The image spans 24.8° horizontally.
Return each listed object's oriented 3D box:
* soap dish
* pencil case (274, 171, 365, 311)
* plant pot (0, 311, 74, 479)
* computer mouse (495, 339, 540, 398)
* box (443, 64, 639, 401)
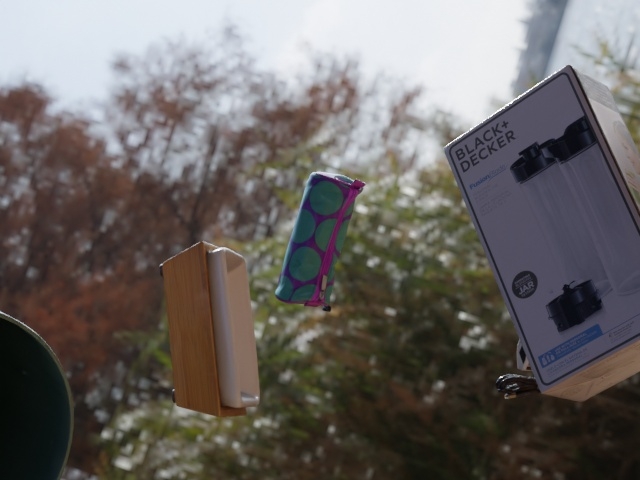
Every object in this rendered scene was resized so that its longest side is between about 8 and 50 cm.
[{"bbox_3d":[-0.186,0.157,2.476,0.229,0.118,0.290,36,-132,-81],"label":"soap dish"},{"bbox_3d":[0.000,0.000,1.609,0.064,0.070,0.151,14,-88,-40],"label":"pencil case"},{"bbox_3d":[-0.435,0.168,1.479,0.293,0.235,0.293,-14,-66,-33],"label":"plant pot"},{"bbox_3d":[0.295,0.145,1.936,0.193,0.106,0.042,97,164,-51],"label":"computer mouse"},{"bbox_3d":[0.251,-0.007,1.444,0.087,0.169,0.290,17,-132,-50],"label":"box"}]
